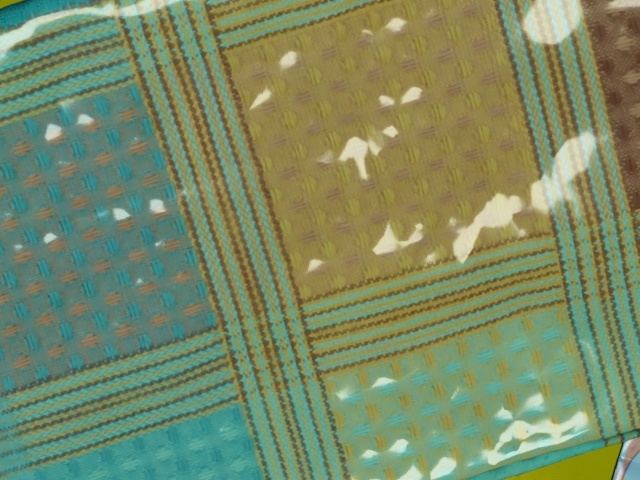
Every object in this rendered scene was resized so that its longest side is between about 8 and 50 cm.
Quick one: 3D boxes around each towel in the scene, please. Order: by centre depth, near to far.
[{"bbox_3d":[0.000,0.000,0.807,0.370,0.040,0.271,-17,109,2],"label":"towel"}]

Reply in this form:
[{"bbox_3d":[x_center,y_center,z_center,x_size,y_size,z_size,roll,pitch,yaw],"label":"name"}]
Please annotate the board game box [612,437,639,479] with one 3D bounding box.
[{"bbox_3d":[0.201,0.119,0.859,0.133,0.033,0.169,17,89,-1],"label":"board game box"}]
